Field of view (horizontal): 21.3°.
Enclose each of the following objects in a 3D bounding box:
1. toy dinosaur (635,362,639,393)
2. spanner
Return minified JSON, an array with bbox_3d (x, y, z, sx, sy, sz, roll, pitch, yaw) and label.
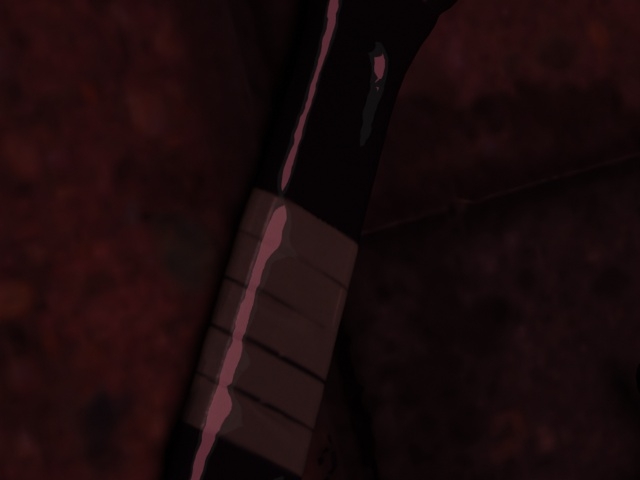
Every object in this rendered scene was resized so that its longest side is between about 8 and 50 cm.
[{"bbox_3d":[0.161,0.124,0.526,0.200,0.072,0.251,-49,120,-8],"label":"toy dinosaur"},{"bbox_3d":[0.000,0.000,0.466,0.087,0.024,0.316,19,80,-29],"label":"spanner"}]
